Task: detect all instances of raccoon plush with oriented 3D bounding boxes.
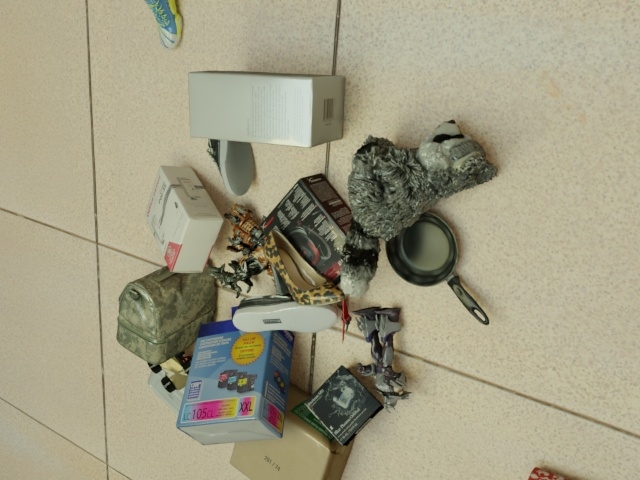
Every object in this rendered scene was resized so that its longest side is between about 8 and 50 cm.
[{"bbox_3d":[0.235,-0.062,1.473,0.299,0.216,0.447,14,110,26],"label":"raccoon plush"}]

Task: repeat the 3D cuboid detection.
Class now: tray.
[{"bbox_3d":[-0.538,0.564,2.286,0.270,0.030,0.145,37,120,21],"label":"tray"}]

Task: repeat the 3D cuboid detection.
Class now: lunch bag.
[{"bbox_3d":[-0.480,0.198,1.981,0.212,0.305,0.256,27,121,24],"label":"lunch bag"}]

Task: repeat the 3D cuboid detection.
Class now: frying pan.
[{"bbox_3d":[0.307,0.047,1.544,0.326,0.053,0.197,28,117,24],"label":"frying pan"}]

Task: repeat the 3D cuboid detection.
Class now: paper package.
[{"bbox_3d":[-0.089,0.624,1.908,0.324,0.168,0.310,28,117,27],"label":"paper package"}]

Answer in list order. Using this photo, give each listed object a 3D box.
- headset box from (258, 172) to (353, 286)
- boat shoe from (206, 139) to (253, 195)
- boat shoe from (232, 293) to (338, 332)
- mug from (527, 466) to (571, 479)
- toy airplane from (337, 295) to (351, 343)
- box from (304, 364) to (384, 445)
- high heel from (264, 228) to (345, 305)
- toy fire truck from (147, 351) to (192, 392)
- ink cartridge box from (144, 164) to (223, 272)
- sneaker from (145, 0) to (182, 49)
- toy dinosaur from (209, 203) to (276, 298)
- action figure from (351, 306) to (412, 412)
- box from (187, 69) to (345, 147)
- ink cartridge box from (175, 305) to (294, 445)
[{"bbox_3d":[0.000,0.000,1.705,0.293,0.110,0.218,52,126,12],"label":"headset box"},{"bbox_3d":[-0.281,-0.276,1.825,0.104,0.113,0.307,-10,94,43],"label":"boat shoe"},{"bbox_3d":[-0.094,0.193,1.754,0.301,0.102,0.108,-7,129,17],"label":"boat shoe"},{"bbox_3d":[0.577,0.634,1.487,0.169,0.113,0.150,17,110,34],"label":"mug"},{"bbox_3d":[0.067,0.205,1.720,0.028,0.151,0.151,-2,106,-5],"label":"toy airplane"},{"bbox_3d":[0.066,0.462,1.751,0.156,0.093,0.158,-45,69,-5],"label":"box"},{"bbox_3d":[-0.047,0.068,1.625,0.261,0.093,0.186,8,116,44],"label":"high heel"},{"bbox_3d":[-0.531,0.408,2.183,0.158,0.246,0.217,-36,92,-1],"label":"toy fire truck"},{"bbox_3d":[-0.426,-0.068,1.917,0.283,0.117,0.207,53,129,39],"label":"ink cartridge box"},{"bbox_3d":[-0.479,-0.687,1.836,0.091,0.126,0.240,10,108,32],"label":"sneaker"},{"bbox_3d":[-0.198,0.053,1.844,0.218,0.164,0.322,-38,60,20],"label":"toy dinosaur"},{"bbox_3d":[0.166,0.323,1.682,0.185,0.099,0.285,-7,91,54],"label":"action figure"},{"bbox_3d":[-0.136,-0.344,1.607,0.345,0.215,0.168,9,108,22],"label":"box"},{"bbox_3d":[-0.235,0.375,1.830,0.269,0.396,0.151,-12,136,21],"label":"ink cartridge box"}]
